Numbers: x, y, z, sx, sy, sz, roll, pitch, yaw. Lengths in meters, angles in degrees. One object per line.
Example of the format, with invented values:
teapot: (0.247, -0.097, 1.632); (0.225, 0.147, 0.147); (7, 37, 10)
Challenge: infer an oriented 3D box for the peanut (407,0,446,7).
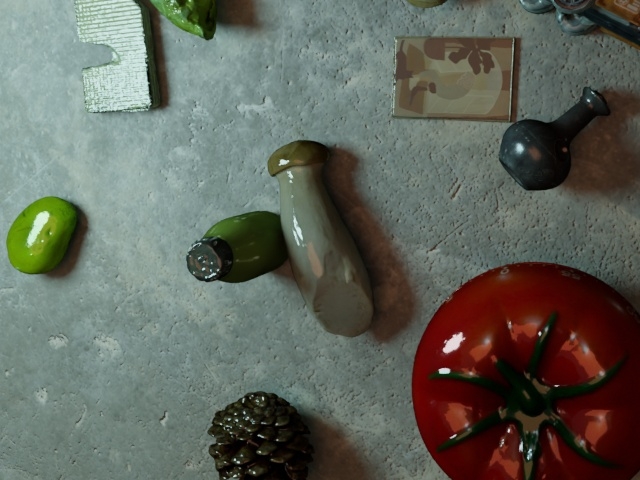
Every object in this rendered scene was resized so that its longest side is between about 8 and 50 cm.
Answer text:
peanut: (0.197, -0.510, 1.552); (0.136, 0.120, 0.298); (24, 108, 20)

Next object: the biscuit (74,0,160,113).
biscuit: (-0.374, -0.356, 1.816); (0.147, 0.046, 0.250); (-4, 97, 21)

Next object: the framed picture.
framed picture: (0.215, -0.265, 1.637); (0.200, 0.010, 0.136); (5, 99, 20)

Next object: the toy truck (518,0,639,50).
toy truck: (0.454, -0.384, 1.450); (0.387, 0.173, 0.207); (32, 98, 15)

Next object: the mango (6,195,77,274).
mango: (-0.535, -0.012, 1.909); (0.117, 0.089, 0.163); (29, 95, 22)

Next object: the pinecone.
pinecone: (-0.101, 0.372, 1.761); (0.179, 0.184, 0.205); (-15, 119, -2)

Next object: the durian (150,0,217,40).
durian: (-0.256, -0.438, 1.713); (0.250, 0.139, 0.101); (50, 124, 1)

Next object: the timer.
timer: (0.330, 0.221, 1.526); (0.378, 0.279, 0.378); (2, 98, 17)

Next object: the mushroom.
mushroom: (0.000, 0.000, 1.698); (0.128, 0.128, 0.350); (-16, 88, 21)

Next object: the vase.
vase: (0.367, -0.163, 1.552); (0.183, 0.120, 0.120); (-42, 83, 4)

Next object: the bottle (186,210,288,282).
bottle: (-0.138, 0.015, 1.671); (0.112, 0.260, 0.112); (3, 99, 19)
